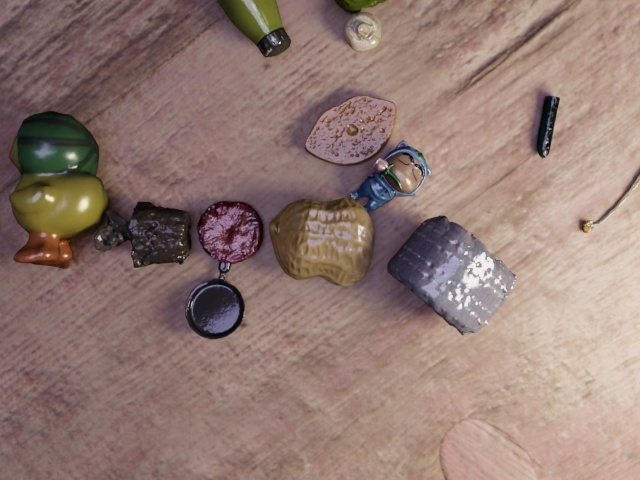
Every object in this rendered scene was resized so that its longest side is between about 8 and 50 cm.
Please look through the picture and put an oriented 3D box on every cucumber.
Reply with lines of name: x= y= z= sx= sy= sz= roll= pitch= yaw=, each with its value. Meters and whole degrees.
cucumber: x=0.488 y=-0.242 z=1.351 sx=0.032 sy=0.032 sz=0.133 roll=8 pitch=95 yaw=4

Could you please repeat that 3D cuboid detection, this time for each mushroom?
mushroom: x=0.672 y=-0.118 z=1.350 sx=0.286 sy=0.028 sz=0.026 roll=-44 pitch=47 yaw=5
mushroom: x=0.092 y=-0.450 z=1.354 sx=0.084 sy=0.067 sz=0.083 roll=-1 pitch=99 yaw=-5

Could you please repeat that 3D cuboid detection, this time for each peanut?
peanut: x=0.000 y=0.000 z=1.363 sx=0.233 sy=0.110 sz=0.196 roll=4 pitch=106 yaw=5

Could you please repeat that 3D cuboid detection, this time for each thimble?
thimble: x=0.271 y=0.070 z=1.300 sx=0.236 sy=0.205 sz=0.172 roll=42 pitch=94 yaw=-2

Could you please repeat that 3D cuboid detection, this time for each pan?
pan: x=-0.227 y=0.108 z=1.431 sx=0.136 sy=0.028 sz=0.234 roll=12 pitch=84 yaw=4

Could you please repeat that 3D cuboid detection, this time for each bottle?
bottle: x=-0.157 y=-0.517 z=1.348 sx=0.112 sy=0.112 sz=0.260 roll=-32 pitch=90 yaw=6

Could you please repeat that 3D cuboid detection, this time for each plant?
plant: x=-0.390 y=-0.013 z=1.384 sx=0.203 sy=0.142 sz=0.131 roll=9 pitch=110 yaw=0

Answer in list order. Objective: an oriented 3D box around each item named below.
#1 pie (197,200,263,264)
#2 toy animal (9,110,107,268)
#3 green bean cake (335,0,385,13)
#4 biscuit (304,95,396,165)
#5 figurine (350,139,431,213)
pie: x=-0.201 y=-0.021 z=1.411 sx=0.155 sy=0.036 sz=0.154 roll=0 pitch=83 yaw=0
toy animal: x=-0.563 y=-0.109 z=1.364 sx=0.191 sy=0.216 sz=0.338 roll=0 pitch=86 yaw=-7
green bean cake: x=0.106 y=-0.674 z=1.268 sx=0.335 sy=0.218 sz=0.319 roll=-28 pitch=90 yaw=4
biscuit: x=0.072 y=-0.239 z=1.387 sx=0.221 sy=0.029 sz=0.141 roll=-29 pitch=89 yaw=5
figurine: x=0.147 y=-0.124 z=1.337 sx=0.178 sy=0.144 sz=0.114 roll=-38 pitch=86 yaw=17
